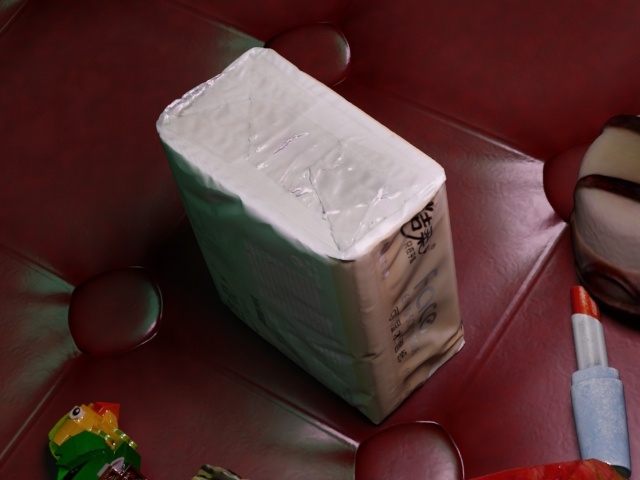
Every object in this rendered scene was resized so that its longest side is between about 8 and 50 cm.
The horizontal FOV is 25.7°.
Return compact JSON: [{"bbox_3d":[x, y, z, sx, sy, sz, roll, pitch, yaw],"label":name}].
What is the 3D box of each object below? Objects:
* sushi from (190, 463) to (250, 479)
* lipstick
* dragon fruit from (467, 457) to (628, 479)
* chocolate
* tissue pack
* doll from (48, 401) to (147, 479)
[{"bbox_3d":[-0.186,0.409,1.739,0.139,0.131,0.291,25,76,22],"label":"sushi"},{"bbox_3d":[0.352,0.176,1.800,0.068,0.061,0.274,-8,54,10],"label":"lipstick"},{"bbox_3d":[0.278,0.427,1.631,0.302,0.240,0.330,-6,78,-23],"label":"dragon fruit"},{"bbox_3d":[0.456,-0.046,1.816,0.283,0.186,0.284,-3,55,4],"label":"chocolate"},{"bbox_3d":[0.000,0.000,1.778,0.332,0.405,0.205,38,70,28],"label":"tissue pack"},{"bbox_3d":[-0.303,0.294,1.844,0.134,0.106,0.186,-32,41,8],"label":"doll"}]
